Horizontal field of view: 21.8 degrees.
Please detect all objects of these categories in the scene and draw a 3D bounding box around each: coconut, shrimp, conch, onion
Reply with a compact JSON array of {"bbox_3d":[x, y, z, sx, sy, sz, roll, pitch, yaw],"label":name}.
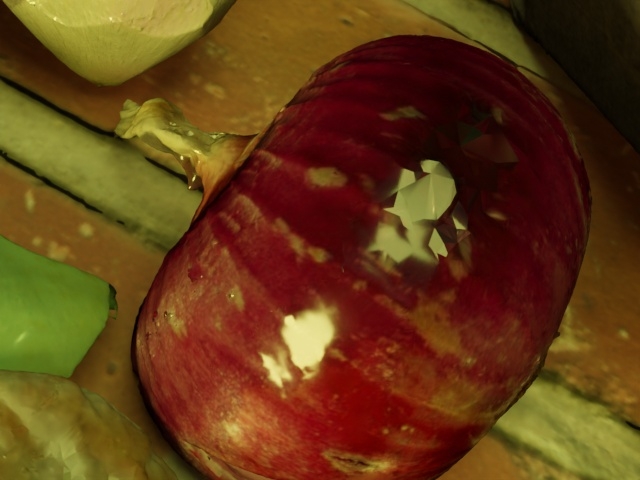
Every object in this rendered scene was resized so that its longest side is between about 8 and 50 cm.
[{"bbox_3d":[-0.128,-0.185,1.014,0.171,0.171,0.183,11,101,-10],"label":"coconut"},{"bbox_3d":[-0.109,0.206,0.841,0.168,0.077,0.317,-29,83,-29],"label":"shrimp"},{"bbox_3d":[-0.248,0.038,0.896,0.250,0.137,0.143,35,29,-17],"label":"conch"},{"bbox_3d":[0.026,0.015,0.910,0.272,0.230,0.256,16,59,-15],"label":"onion"}]

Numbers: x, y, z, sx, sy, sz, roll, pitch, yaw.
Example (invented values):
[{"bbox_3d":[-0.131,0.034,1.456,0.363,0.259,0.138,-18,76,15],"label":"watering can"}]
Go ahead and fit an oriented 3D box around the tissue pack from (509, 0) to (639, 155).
[{"bbox_3d":[0.248,-0.161,0.953,0.124,0.288,0.394,-15,44,-16],"label":"tissue pack"}]
